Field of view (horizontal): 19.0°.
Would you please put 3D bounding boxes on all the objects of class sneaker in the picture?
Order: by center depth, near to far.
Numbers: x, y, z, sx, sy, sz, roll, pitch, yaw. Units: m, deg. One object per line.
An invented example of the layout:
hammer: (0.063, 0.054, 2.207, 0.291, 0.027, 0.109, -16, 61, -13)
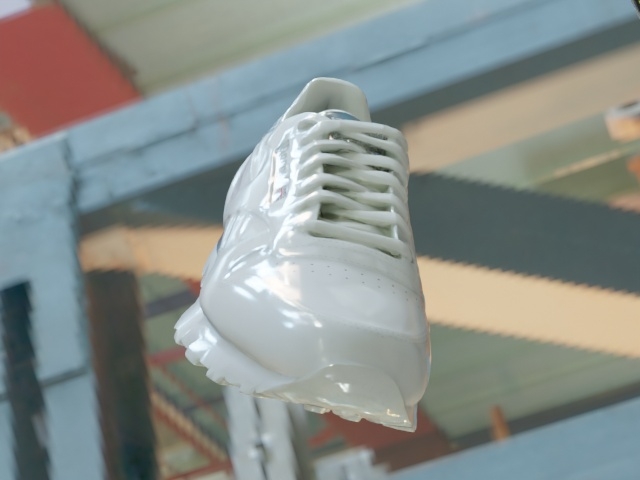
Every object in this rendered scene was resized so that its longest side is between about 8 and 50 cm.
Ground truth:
sneaker: (0.000, 0.000, 0.729, 0.090, 0.095, 0.235, 20, -168, -14)

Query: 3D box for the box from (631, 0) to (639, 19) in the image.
box: (0.130, -0.086, 0.404, 0.216, 0.060, 0.270, 60, 172, -14)
